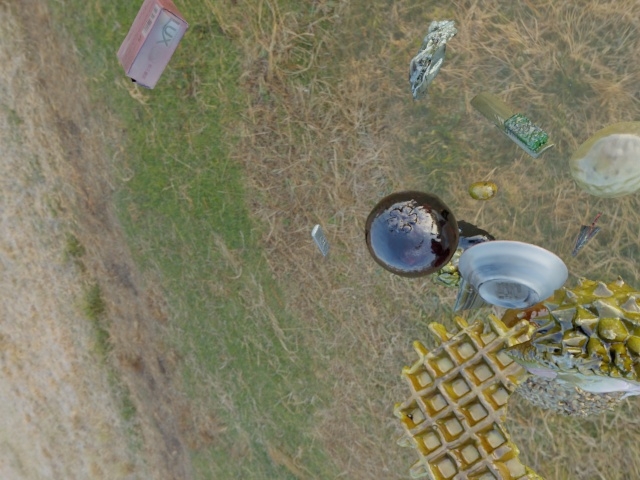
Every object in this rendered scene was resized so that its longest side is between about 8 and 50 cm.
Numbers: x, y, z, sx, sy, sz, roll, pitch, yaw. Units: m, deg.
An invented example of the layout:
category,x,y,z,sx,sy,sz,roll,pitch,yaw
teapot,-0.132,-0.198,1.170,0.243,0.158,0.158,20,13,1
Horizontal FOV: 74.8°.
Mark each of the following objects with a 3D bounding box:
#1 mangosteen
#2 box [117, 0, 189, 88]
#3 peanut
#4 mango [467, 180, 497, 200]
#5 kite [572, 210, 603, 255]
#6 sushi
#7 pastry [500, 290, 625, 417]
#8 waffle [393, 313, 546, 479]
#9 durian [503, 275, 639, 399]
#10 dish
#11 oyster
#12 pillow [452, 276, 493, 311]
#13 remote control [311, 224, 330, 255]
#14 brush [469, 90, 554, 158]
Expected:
category,x,y,z,sx,sy,sz,roll,pitch,yaw
mangosteen,0.298,-0.017,1.349,0.297,0.293,0.296,-12,71,39
box,-0.323,-0.381,0.800,0.156,0.060,0.111,-49,52,18
peanut,0.555,-0.150,0.785,0.159,0.109,0.140,-2,100,6
mango,0.482,-0.149,1.255,0.079,0.114,0.057,-11,98,-1
kite,0.904,-0.022,1.420,0.009,0.232,0.189,41,120,39
sushi,0.624,0.105,1.861,0.328,0.285,0.328,28,163,47
pastry,0.749,0.350,1.292,0.410,0.245,0.409,9,107,30
waffle,0.240,0.262,0.646,0.260,0.069,0.292,-4,64,35
durian,0.279,0.120,0.483,0.224,0.079,0.140,135,131,-58
dish,0.481,0.109,1.071,0.261,0.085,0.260,16,149,10
oyster,0.290,-0.477,1.091,0.087,0.199,0.251,18,98,14
pillow,0.601,0.170,1.564,0.052,0.212,0.208,40,125,56
remote control,0.000,0.000,1.595,0.027,0.049,0.184,18,159,25
brush,0.448,-0.292,1.007,0.054,0.282,0.048,-35,133,13
